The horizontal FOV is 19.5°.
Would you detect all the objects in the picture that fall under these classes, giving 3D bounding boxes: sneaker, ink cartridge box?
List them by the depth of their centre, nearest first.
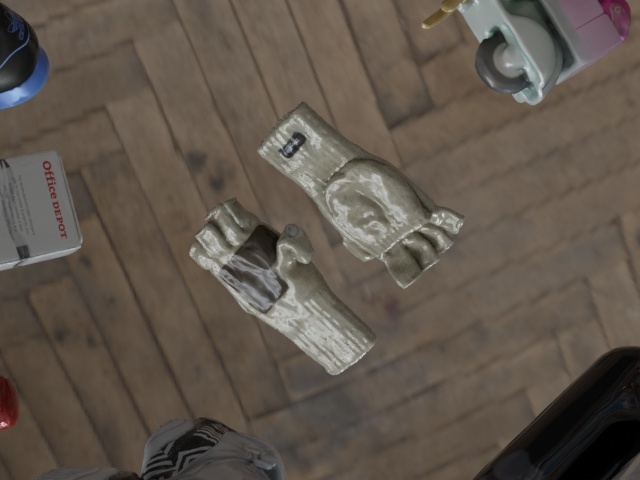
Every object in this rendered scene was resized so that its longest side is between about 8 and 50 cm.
[{"bbox_3d":[-0.043,0.207,1.213,0.210,0.366,0.137,9,94,19],"label":"sneaker"},{"bbox_3d":[-0.322,-0.118,1.382,0.232,0.081,0.090,-22,153,3],"label":"sneaker"},{"bbox_3d":[-0.304,-0.022,1.743,0.135,0.056,0.099,-12,83,-25],"label":"ink cartridge box"}]

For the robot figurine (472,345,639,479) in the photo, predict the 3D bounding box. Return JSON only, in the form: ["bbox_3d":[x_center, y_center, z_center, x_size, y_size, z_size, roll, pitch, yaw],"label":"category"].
[{"bbox_3d":[0.170,0.115,0.584,0.209,0.173,0.278,49,53,-1],"label":"robot figurine"}]

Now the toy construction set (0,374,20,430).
[{"bbox_3d":[-0.282,0.047,0.678,0.237,0.257,0.309,-16,148,13],"label":"toy construction set"}]

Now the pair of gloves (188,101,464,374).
[{"bbox_3d":[0.000,0.000,1.764,0.204,0.042,0.240,36,126,-2],"label":"pair of gloves"}]

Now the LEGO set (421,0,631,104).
[{"bbox_3d":[0.114,-0.135,0.513,0.107,0.287,0.132,-40,99,-23],"label":"LEGO set"}]
